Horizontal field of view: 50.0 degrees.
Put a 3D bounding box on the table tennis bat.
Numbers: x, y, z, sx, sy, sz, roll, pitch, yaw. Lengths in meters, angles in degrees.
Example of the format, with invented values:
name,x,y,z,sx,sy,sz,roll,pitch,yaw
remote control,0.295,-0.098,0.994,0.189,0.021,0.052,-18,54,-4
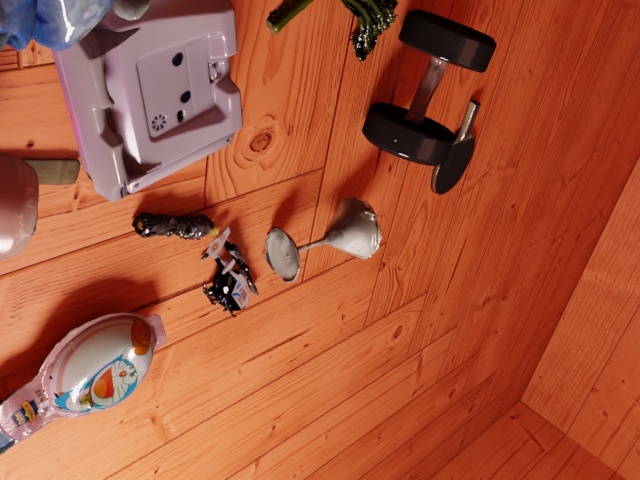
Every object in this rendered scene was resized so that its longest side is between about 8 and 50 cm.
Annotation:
name,x,y,z,sx,sy,sz,roll,pitch,yaw
table tennis bat,0.291,-0.193,1.447,0.130,0.019,0.220,-22,138,-42

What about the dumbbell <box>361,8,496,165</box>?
name,x,y,z,sx,sy,sz,roll,pitch,yaw
dumbbell,0.171,-0.246,1.109,0.152,0.152,0.218,-7,125,-50

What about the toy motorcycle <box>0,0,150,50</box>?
name,x,y,z,sx,sy,sz,roll,pitch,yaw
toy motorcycle,-0.199,-0.284,0.525,0.241,0.182,0.319,-1,116,-35

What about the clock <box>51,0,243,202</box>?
name,x,y,z,sx,sy,sz,roll,pitch,yaw
clock,-0.185,-0.176,0.768,0.186,0.083,0.253,-34,143,-31

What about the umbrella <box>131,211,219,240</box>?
name,x,y,z,sx,sy,sz,roll,pitch,yaw
umbrella,-0.195,-0.019,0.951,0.144,0.040,0.037,1,110,-55

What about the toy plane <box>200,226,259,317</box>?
name,x,y,z,sx,sy,sz,roll,pitch,yaw
toy plane,-0.146,0.058,1.084,0.078,0.053,0.197,-50,150,-22

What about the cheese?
name,x,y,z,sx,sy,sz,roll,pitch,yaw
cheese,-0.335,0.192,0.936,0.286,0.074,0.189,-32,141,-30

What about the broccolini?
name,x,y,z,sx,sy,sz,roll,pitch,yaw
broccolini,0.017,-0.296,0.942,0.271,0.062,0.123,-29,126,-43

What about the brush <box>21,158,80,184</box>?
name,x,y,z,sx,sy,sz,roll,pitch,yaw
brush,-0.337,-0.070,0.724,0.190,0.027,0.034,-6,127,-52

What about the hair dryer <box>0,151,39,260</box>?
name,x,y,z,sx,sy,sz,roll,pitch,yaw
hair dryer,-0.417,0.046,0.663,0.189,0.107,0.344,10,126,-39

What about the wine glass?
name,x,y,z,sx,sy,sz,roll,pitch,yaw
wine glass,0.000,0.000,1.171,0.183,0.122,0.122,-18,134,-35
